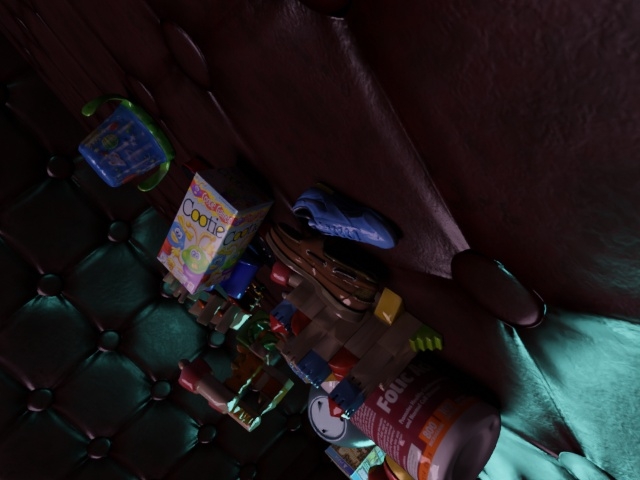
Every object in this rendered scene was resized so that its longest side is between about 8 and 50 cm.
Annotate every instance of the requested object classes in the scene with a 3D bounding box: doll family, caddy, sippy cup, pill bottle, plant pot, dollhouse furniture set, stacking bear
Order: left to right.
[{"bbox_3d":[-0.629,-0.296,1.515,0.305,0.224,0.240,53,160,-17],"label":"sippy cup"},{"bbox_3d":[-0.322,0.026,1.437,0.341,0.179,0.241,32,-175,42],"label":"caddy"},{"bbox_3d":[-0.326,0.170,1.495,0.262,0.135,0.259,33,175,44],"label":"dollhouse furniture set"},{"bbox_3d":[-0.298,0.197,2.054,0.193,0.076,0.111,48,167,5],"label":"doll family"},{"bbox_3d":[0.076,0.479,1.377,0.290,0.195,0.290,6,100,36],"label":"plant pot"},{"bbox_3d":[0.187,0.374,1.098,0.392,0.224,0.224,28,154,44],"label":"pill bottle"},{"bbox_3d":[0.239,0.603,1.286,0.164,0.289,0.175,41,-173,14],"label":"stacking bear"}]

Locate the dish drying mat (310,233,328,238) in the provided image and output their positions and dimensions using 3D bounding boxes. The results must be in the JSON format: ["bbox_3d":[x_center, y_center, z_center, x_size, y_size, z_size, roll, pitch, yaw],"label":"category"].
[{"bbox_3d":[0.000,0.000,1.075,0.032,0.008,0.083,49,162,-9],"label":"dish drying mat"}]

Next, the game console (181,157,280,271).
[{"bbox_3d":[-0.256,-0.058,1.446,0.386,0.060,0.342,42,161,16],"label":"game console"}]

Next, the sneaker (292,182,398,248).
[{"bbox_3d":[0.037,-0.027,0.821,0.209,0.082,0.069,32,155,34],"label":"sneaker"}]

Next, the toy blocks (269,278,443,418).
[{"bbox_3d":[0.035,0.216,1.046,0.381,0.261,0.190,34,158,36],"label":"toy blocks"}]

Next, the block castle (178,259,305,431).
[{"bbox_3d":[-0.172,0.292,1.379,0.213,0.453,0.303,29,157,27],"label":"block castle"}]

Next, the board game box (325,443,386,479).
[{"bbox_3d":[0.189,0.823,1.929,0.141,0.291,0.232,34,157,35],"label":"board game box"}]

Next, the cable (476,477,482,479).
[{"bbox_3d":[0.467,0.674,1.313,0.287,0.072,0.139,31,172,20],"label":"cable"}]

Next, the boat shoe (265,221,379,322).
[{"bbox_3d":[0.007,0.036,0.999,0.307,0.104,0.111,40,-159,31],"label":"boat shoe"}]

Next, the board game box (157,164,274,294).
[{"bbox_3d":[-0.258,-0.027,1.152,0.144,0.142,0.275,42,121,14],"label":"board game box"}]
